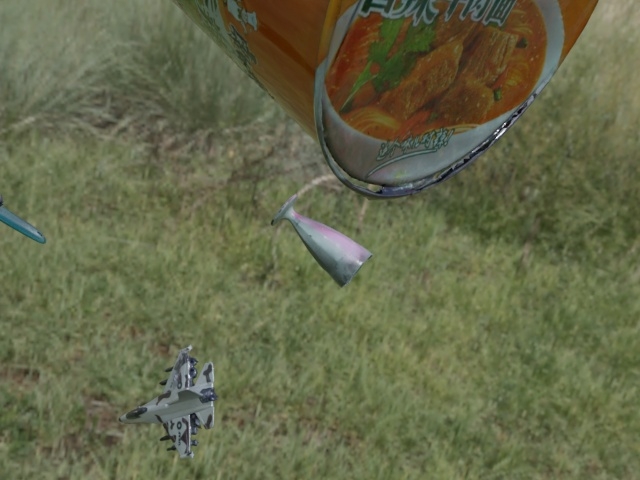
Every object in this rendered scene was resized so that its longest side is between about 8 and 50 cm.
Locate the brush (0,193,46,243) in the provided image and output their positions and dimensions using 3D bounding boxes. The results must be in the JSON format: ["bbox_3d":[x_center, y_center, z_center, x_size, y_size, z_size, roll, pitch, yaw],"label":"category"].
[{"bbox_3d":[-0.478,-0.049,1.445,0.193,0.032,0.043,39,15,-47],"label":"brush"}]

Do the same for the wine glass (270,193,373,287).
[{"bbox_3d":[0.000,0.000,1.487,0.155,0.073,0.073,40,26,2],"label":"wine glass"}]

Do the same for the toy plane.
[{"bbox_3d":[-0.210,0.238,1.371,0.082,0.234,0.160,10,66,-33],"label":"toy plane"}]

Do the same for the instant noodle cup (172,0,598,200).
[{"bbox_3d":[0.034,-0.204,0.612,0.214,0.296,0.296,40,32,29],"label":"instant noodle cup"}]
